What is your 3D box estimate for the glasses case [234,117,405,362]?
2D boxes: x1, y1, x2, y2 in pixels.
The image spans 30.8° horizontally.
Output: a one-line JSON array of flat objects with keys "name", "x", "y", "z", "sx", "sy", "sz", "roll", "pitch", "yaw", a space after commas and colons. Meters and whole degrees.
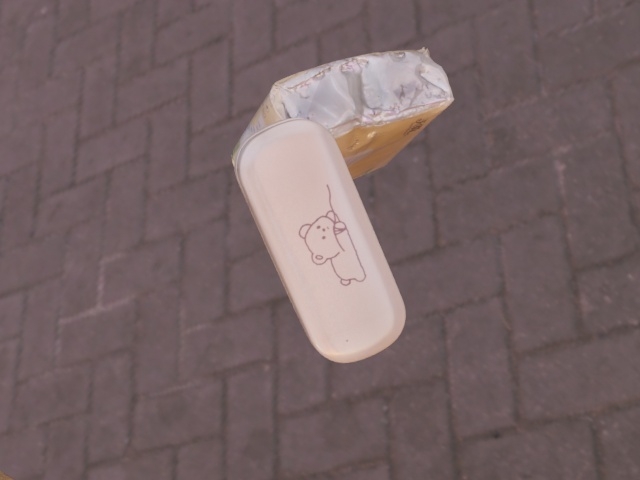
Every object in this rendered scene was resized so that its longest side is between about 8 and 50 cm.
[{"name": "glasses case", "x": 0.000, "y": 0.000, "z": 0.912, "sx": 0.083, "sy": 0.196, "sz": 0.050, "roll": -26, "pitch": 11, "yaw": -8}]

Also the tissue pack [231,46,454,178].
[{"name": "tissue pack", "x": 0.017, "y": -0.118, "z": 1.227, "sx": 0.090, "sy": 0.186, "sz": 0.222, "roll": 69, "pitch": 159, "yaw": 7}]

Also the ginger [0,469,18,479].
[{"name": "ginger", "x": -0.346, "y": 0.218, "z": 0.880, "sx": 0.348, "sy": 0.363, "sz": 0.122, "roll": 24, "pitch": 61, "yaw": 12}]
